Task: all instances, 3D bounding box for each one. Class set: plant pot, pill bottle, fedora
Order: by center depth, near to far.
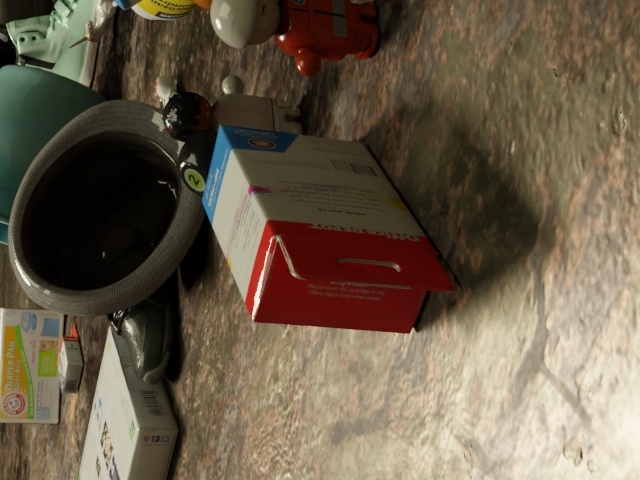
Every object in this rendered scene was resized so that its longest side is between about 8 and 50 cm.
[{"bbox_3d":[-0.179,-0.326,1.570,0.184,0.103,0.103,164,109,-67],"label":"pill bottle"},{"bbox_3d":[-0.249,-0.022,1.599,0.275,0.243,0.124,-64,-19,-15],"label":"fedora"},{"bbox_3d":[-0.456,-0.128,2.045,0.271,0.271,0.255,-9,64,68],"label":"plant pot"}]

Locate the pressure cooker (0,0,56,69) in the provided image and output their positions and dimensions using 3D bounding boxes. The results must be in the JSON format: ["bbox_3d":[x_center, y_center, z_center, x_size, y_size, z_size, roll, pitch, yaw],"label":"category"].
[{"bbox_3d":[-0.652,-0.286,2.411,0.370,0.375,0.420,52,-161,-50],"label":"pressure cooker"}]

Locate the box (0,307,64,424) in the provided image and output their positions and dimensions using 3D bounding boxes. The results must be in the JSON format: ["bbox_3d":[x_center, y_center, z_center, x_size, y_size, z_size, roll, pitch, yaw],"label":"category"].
[{"bbox_3d":[-0.525,0.224,2.315,0.103,0.114,0.203,168,104,-68],"label":"box"}]

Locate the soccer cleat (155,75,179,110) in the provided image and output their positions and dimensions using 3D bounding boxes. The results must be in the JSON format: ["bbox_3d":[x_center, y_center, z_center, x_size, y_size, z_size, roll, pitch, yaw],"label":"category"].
[{"bbox_3d":[-0.194,-0.186,1.686,0.035,0.029,0.083,-51,42,41],"label":"soccer cleat"}]

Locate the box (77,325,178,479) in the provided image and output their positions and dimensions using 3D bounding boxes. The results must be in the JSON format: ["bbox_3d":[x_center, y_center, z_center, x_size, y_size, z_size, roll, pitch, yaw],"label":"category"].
[{"bbox_3d":[-0.266,0.308,1.727,0.232,0.058,0.322,-120,41,-55],"label":"box"}]

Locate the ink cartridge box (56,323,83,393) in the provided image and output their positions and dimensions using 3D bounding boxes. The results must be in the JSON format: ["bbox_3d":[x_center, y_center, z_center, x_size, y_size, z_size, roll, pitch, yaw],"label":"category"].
[{"bbox_3d":[-0.422,0.196,2.175,0.115,0.029,0.063,-116,37,-52],"label":"ink cartridge box"}]

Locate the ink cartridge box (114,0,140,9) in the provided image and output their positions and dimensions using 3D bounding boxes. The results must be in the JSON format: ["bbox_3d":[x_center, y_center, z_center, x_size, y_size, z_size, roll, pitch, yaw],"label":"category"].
[{"bbox_3d":[-0.232,-0.426,1.413,0.270,0.197,0.198,43,165,42],"label":"ink cartridge box"}]

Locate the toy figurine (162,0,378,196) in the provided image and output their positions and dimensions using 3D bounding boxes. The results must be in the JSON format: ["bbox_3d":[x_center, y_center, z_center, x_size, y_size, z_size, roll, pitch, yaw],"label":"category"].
[{"bbox_3d":[-0.059,-0.148,1.172,0.209,0.148,0.213,-128,46,-59],"label":"toy figurine"}]

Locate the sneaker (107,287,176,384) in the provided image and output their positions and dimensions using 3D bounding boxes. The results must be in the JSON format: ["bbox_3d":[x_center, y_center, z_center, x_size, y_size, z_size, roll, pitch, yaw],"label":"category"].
[{"bbox_3d":[-0.254,0.073,1.678,0.101,0.106,0.267,116,148,-41],"label":"sneaker"}]

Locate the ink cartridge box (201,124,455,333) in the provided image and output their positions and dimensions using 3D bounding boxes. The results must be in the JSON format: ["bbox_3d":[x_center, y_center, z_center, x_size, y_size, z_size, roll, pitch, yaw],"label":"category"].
[{"bbox_3d":[0.000,0.000,1.011,0.231,0.134,0.078,-118,39,-54],"label":"ink cartridge box"}]

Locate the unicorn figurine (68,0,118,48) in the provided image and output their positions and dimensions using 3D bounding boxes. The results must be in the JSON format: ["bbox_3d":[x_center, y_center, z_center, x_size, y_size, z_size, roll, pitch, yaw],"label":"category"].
[{"bbox_3d":[-0.350,-0.390,2.093,0.162,0.060,0.111,-84,14,-47],"label":"unicorn figurine"}]

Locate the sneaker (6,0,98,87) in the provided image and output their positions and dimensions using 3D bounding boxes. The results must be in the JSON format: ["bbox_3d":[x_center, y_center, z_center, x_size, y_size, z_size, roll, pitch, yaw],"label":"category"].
[{"bbox_3d":[-0.448,-0.385,2.195,0.094,0.151,0.256,-135,54,-65],"label":"sneaker"}]
